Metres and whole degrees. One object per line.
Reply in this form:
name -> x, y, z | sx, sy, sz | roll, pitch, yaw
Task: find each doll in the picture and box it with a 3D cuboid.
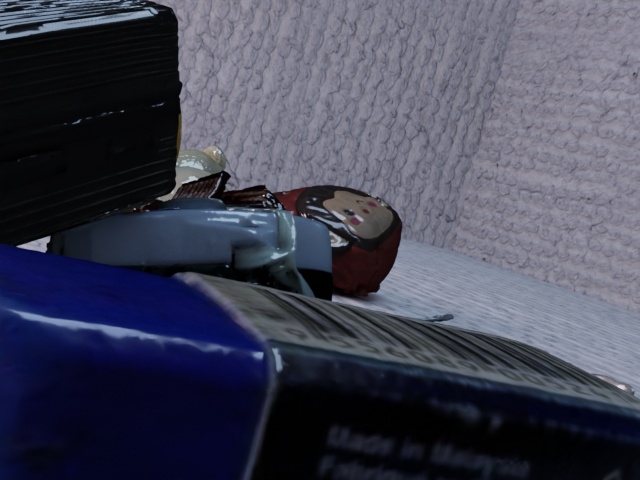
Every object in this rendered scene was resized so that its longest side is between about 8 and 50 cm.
doll -> -0.299, -0.081, 1.748 | 0.278, 0.175, 0.149 | 7, -35, 4

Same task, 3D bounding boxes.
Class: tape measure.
tape measure -> -0.081, 0.023, 0.787 | 0.182, 0.107, 0.181 | -2, -5, 12

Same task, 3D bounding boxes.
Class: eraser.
eraser -> -0.001, 0.083, 0.465 | 0.332, 0.101, 0.155 | 12, 5, -25

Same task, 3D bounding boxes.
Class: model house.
model house -> -0.134, -0.002, 1.255 | 0.164, 0.141, 0.203 | -16, 1, -38

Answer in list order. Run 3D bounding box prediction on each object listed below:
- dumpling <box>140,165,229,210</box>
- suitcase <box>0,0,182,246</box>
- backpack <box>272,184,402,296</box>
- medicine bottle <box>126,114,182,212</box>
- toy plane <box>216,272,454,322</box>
dumpling -> -0.181, -0.035, 1.445 | 0.181, 0.111, 0.155 | -3, 22, -21
suitcase -> -0.273, -0.082, 0.663 | 0.230, 0.152, 0.335 | 18, 27, 35
backpack -> 0.000, -0.002, 1.526 | 0.229, 0.138, 0.229 | 12, 22, -5
medicine bottle -> -0.358, -0.160, 1.547 | 0.232, 0.237, 0.238 | 17, 4, 22
toy plane -> -0.036, 0.060, 0.635 | 0.226, 0.058, 0.226 | -8, -15, 11
